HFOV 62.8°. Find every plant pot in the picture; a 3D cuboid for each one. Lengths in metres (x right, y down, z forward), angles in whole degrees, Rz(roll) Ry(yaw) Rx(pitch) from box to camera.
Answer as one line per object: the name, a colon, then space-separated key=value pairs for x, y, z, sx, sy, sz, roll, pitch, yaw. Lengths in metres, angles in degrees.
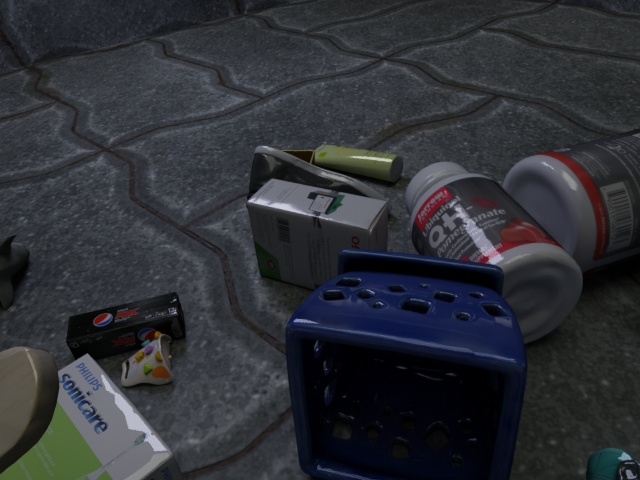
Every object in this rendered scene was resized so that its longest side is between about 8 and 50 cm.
plant pot: x=0.105 y=0.144 z=0.627 sx=0.236 sy=0.235 sz=0.212 roll=5 pitch=31 yaw=14
plant pot: x=-0.054 y=-0.143 z=1.146 sx=0.082 sy=0.083 sz=0.081 roll=2 pitch=37 yaw=8

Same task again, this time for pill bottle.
pill bottle: x=0.513 y=-0.075 z=0.881 sx=0.363 sy=0.210 sz=0.210 roll=-15 pitch=37 yaw=-14
pill bottle: x=0.248 y=0.001 z=0.836 sx=0.177 sy=0.176 sz=0.318 roll=-10 pitch=36 yaw=-7

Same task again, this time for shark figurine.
shark figurine: x=-0.601 y=0.085 z=0.901 sx=0.166 sy=0.116 sz=0.278 roll=-20 pitch=12 yaw=41

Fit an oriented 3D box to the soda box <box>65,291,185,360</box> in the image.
soda box: x=-0.303 y=0.136 z=0.825 sx=0.169 sy=0.053 sz=0.060 roll=-12 pitch=37 yaw=-11

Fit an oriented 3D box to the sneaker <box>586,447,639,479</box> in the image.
sneaker: x=0.256 y=0.287 z=0.490 sx=0.296 sy=0.123 sz=0.178 roll=7 pitch=42 yaw=3

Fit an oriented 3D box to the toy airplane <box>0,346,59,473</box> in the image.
toy airplane: x=-0.398 y=0.214 z=0.344 sx=0.385 sy=0.272 sz=0.385 roll=4 pitch=56 yaw=30

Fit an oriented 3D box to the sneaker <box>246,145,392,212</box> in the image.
sneaker: x=-0.012 y=-0.067 z=1.042 sx=0.296 sy=0.104 sz=0.146 roll=20 pitch=81 yaw=-7

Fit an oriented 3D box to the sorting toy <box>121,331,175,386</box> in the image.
sorting toy: x=-0.261 y=0.181 z=0.779 sx=0.075 sy=0.044 sz=0.083 roll=-28 pitch=38 yaw=1

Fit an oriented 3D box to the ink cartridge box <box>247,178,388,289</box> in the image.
ink cartridge box: x=0.000 y=0.000 z=0.883 sx=0.220 sy=0.160 sz=0.092 roll=14 pitch=41 yaw=22

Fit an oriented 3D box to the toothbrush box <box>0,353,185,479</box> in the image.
toothbrush box: x=-0.318 y=0.290 z=0.562 sx=0.206 sy=0.122 sz=0.283 roll=29 pitch=49 yaw=36

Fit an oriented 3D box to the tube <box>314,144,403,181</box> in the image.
tube: x=0.072 y=-0.187 z=1.215 sx=0.240 sy=0.062 sz=0.070 roll=17 pitch=1 yaw=35
